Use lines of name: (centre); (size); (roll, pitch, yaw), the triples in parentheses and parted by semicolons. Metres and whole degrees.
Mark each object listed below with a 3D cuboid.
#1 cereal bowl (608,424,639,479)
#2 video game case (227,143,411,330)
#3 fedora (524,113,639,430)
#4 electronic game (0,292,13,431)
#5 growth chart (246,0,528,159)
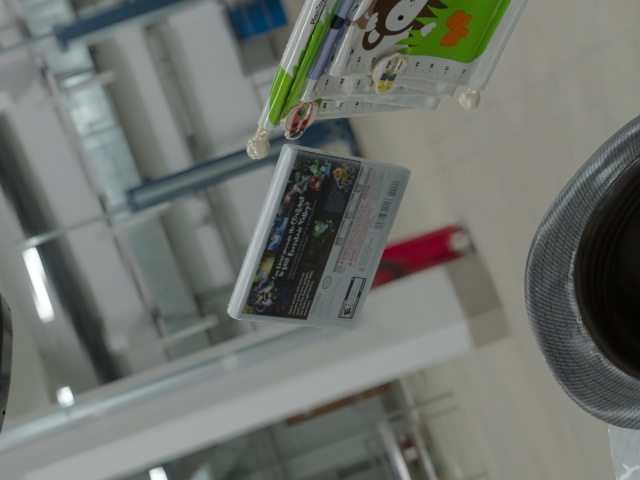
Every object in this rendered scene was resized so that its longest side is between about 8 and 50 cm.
cereal bowl: (0.409, 0.181, 1.354); (0.141, 0.339, 0.339); (-43, 60, 44)
video game case: (0.000, 0.000, 1.733); (0.022, 0.173, 0.190); (32, 107, 45)
fedora: (0.299, 0.019, 1.225); (0.124, 0.275, 0.244); (18, -146, -44)
electronic game: (-0.440, 0.173, 2.139); (0.229, 0.048, 0.229); (-173, 90, -70)
growth chart: (0.061, -0.144, 1.111); (0.021, 0.237, 0.172); (44, 130, 32)
